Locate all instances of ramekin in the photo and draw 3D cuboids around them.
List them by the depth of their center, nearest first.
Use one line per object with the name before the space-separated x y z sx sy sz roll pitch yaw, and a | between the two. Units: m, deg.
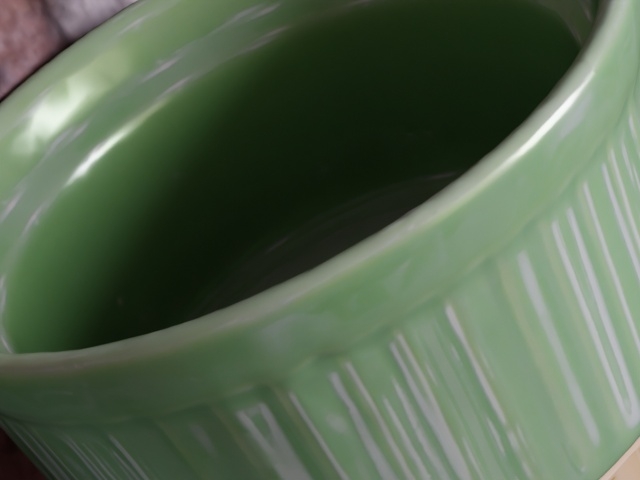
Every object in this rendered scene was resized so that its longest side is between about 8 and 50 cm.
ramekin | 0.000 0.000 0.615 0.303 0.303 0.148 -54 128 -37

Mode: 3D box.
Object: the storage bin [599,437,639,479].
storage bin | 0.204 0.201 0.903 0.260 0.123 0.262 -33 106 -43
